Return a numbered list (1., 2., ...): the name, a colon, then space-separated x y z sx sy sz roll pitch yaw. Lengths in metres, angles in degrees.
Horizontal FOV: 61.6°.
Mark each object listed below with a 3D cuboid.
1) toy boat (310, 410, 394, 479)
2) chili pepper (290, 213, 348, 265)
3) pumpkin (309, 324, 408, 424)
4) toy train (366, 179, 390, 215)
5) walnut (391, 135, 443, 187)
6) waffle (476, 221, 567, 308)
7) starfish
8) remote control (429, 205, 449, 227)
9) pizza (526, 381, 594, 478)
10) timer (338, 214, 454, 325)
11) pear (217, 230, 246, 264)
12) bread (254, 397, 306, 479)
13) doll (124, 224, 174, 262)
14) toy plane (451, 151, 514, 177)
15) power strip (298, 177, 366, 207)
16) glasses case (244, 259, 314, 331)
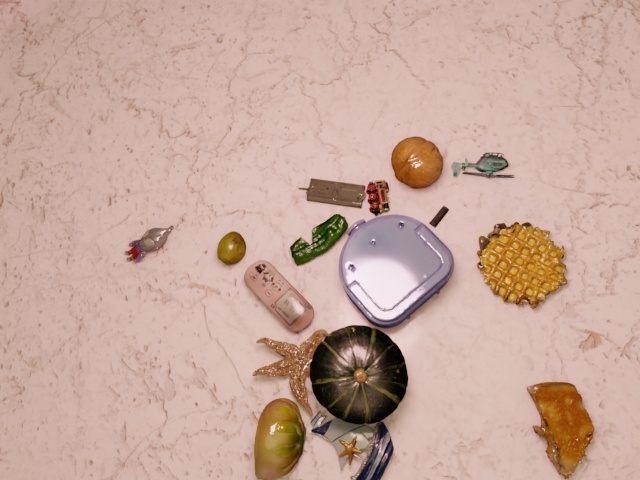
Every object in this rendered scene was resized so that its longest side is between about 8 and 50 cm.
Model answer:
1. toy boat: 0.096 0.674 1.806 0.291 0.067 0.220 23 77 25
2. chili pepper: -0.001 -0.001 2.004 0.253 0.083 0.099 -36 71 1
3. pumpkin: 0.124 0.435 1.756 0.324 0.241 0.323 2 77 -7
4. toy train: 0.222 -0.162 2.037 0.087 0.050 0.137 -8 74 -1
5. walnut: 0.350 -0.285 1.969 0.196 0.222 0.195 3 97 22
6. waffle: 0.703 0.074 1.891 0.330 0.062 0.329 -3 73 9
7. starfish: -0.092 0.442 1.884 0.303 0.060 0.299 14 74 0
8. remote control: 0.443 -0.090 2.002 0.034 0.016 0.091 36 80 21
9. pizza: 0.773 0.598 1.717 0.189 0.071 0.296 -11 75 -9
10. timer: 0.240 0.084 1.893 0.395 0.173 0.394 -2 74 8
11. pear: -0.333 0.030 2.025 0.107 0.107 0.131 24 66 14
12. bread: -0.139 0.657 1.778 0.158 0.156 0.260 2 74 10
13. doll: -0.663 0.006 2.097 0.228 0.075 0.102 -31 61 10
14. toy plane: 0.611 -0.281 2.020 0.235 0.060 0.096 3 87 5
15. power strip: 0.043 -0.185 2.076 0.268 0.034 0.092 9 75 10
16. glasses case: -0.153 0.199 1.963 0.122 0.075 0.314 -44 73 -4
